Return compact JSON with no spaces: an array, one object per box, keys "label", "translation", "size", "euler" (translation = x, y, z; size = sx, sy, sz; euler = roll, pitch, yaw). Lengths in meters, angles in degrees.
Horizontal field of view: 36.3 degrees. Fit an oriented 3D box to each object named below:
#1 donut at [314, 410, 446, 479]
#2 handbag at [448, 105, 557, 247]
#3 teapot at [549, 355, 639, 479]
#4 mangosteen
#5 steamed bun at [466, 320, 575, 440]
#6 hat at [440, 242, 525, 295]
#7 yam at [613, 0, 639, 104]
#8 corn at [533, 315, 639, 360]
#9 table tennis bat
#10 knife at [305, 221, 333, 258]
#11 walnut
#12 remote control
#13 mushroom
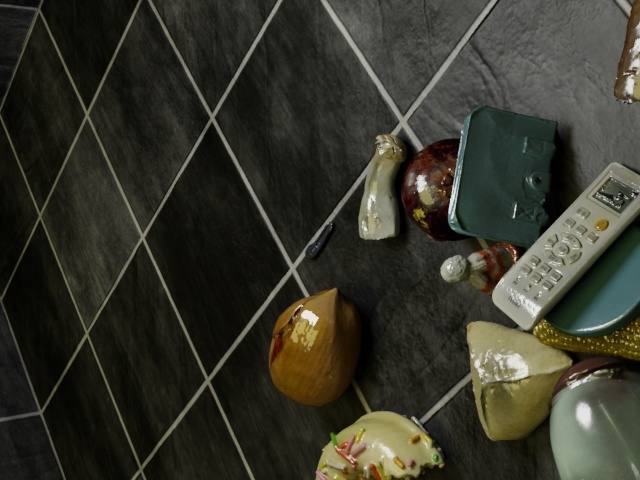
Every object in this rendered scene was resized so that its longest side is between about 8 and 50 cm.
[{"label":"donut","translation":[0.111,0.537,2.045],"size":[0.307,0.150,0.371],"euler":[22,110,47]},{"label":"handbag","translation":[0.324,-0.111,1.701],"size":[0.062,0.179,0.229],"euler":[101,-179,-82]},{"label":"teapot","translation":[0.478,0.354,1.572],"size":[0.315,0.233,0.312],"euler":[98,155,-59]},{"label":"mangosteen","translation":[0.239,-0.091,1.836],"size":[0.217,0.192,0.192],"euler":[147,115,-80]},{"label":"steamed bun","translation":[0.343,0.272,1.783],"size":[0.231,0.110,0.212],"euler":[15,105,51]},{"label":"hat","translation":[0.295,0.057,1.779],"size":[0.093,0.162,0.112],"euler":[-1,89,53]},{"label":"yam","translation":[0.534,-0.343,1.492],"size":[0.131,0.131,0.280],"euler":[23,109,47]},{"label":"corn","translation":[0.486,0.144,1.609],"size":[0.310,0.101,0.101],"euler":[6,98,51]},{"label":"table tennis bat","translation":[0.432,0.040,1.648],"size":[0.215,0.044,0.329],"euler":[-53,34,4]},{"label":"knife","translation":[0.000,0.000,2.235],"size":[0.031,0.018,0.121],"euler":[56,130,29]},{"label":"walnut","translation":[-0.003,0.225,2.131],"size":[0.203,0.203,0.298],"euler":[44,123,39]},{"label":"remote control","translation":[0.421,0.014,1.612],"size":[0.313,0.055,0.109],"euler":[-47,38,2]},{"label":"mushroom","translation":[0.130,-0.110,2.025],"size":[0.092,0.081,0.223],"euler":[-149,64,-65]}]
